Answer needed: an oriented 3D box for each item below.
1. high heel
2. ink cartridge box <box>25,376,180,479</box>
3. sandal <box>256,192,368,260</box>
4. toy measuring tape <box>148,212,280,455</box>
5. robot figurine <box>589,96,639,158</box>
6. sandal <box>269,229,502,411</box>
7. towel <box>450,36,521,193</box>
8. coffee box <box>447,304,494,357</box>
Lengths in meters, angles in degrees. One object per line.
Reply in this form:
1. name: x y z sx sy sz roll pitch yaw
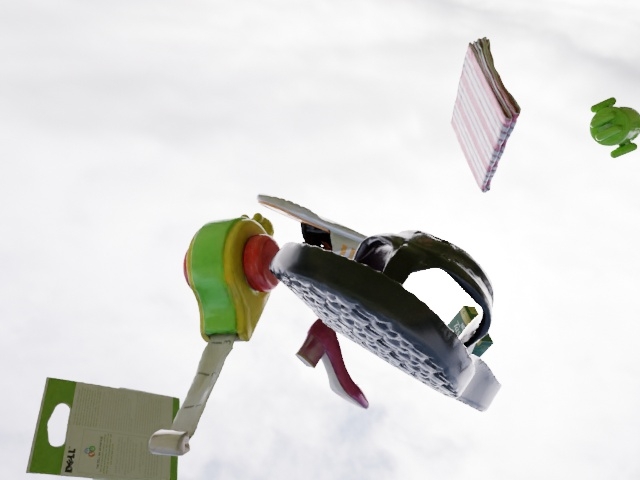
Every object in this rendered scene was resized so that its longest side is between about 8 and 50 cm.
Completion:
1. high heel: 0.051 0.273 1.281 0.117 0.244 0.082 -54 -159 -22
2. ink cartridge box: -0.396 0.370 1.055 0.255 0.097 0.189 20 -142 -28
3. sandal: -0.006 -0.002 0.947 0.265 0.076 0.102 22 179 -35
4. toy measuring tape: -0.122 0.068 0.648 0.121 0.122 0.330 13 -138 8
5. robot figurine: 0.504 -0.195 0.980 0.115 0.067 0.101 -14 -102 -42
6. sandal: 0.087 0.065 0.526 0.167 0.446 0.107 27 -97 26
7. towel: 0.236 -0.175 0.835 0.029 0.197 0.144 -13 -116 -3
8. coffee box: 0.325 0.253 1.368 0.040 0.184 0.113 11 -140 -25
